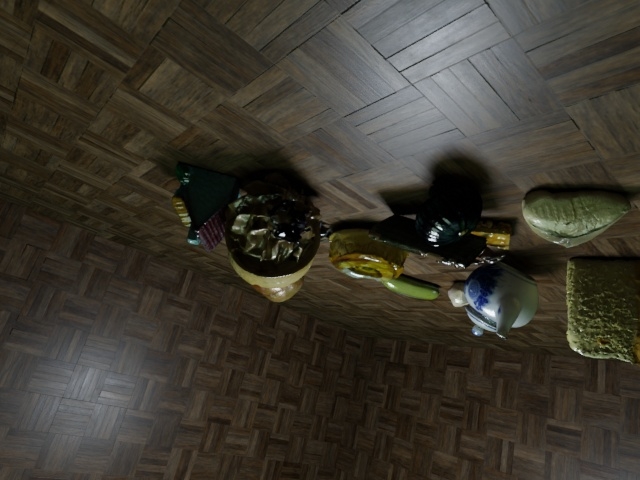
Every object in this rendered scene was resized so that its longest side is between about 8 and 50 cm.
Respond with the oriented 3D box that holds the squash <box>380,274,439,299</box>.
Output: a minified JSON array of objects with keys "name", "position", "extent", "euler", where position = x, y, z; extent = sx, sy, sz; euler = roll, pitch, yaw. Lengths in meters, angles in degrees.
[{"name":"squash","position":[0.402,0.215,2.033],"extent":[0.340,0.095,0.094],"euler":[15,161,-11]}]

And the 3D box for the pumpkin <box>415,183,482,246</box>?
[{"name":"pumpkin","position":[0.341,-0.063,1.148],"extent":[0.194,0.194,0.150],"euler":[32,-176,-41]}]

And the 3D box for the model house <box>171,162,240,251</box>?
[{"name":"model house","position":[-0.418,-0.087,1.517],"extent":[0.229,0.249,0.280],"euler":[15,161,1]}]

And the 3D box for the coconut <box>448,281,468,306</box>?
[{"name":"coconut","position":[0.620,0.240,1.901],"extent":[0.110,0.110,0.124],"euler":[7,164,21]}]

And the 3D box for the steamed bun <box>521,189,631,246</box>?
[{"name":"steamed bun","position":[0.615,-0.047,1.093],"extent":[0.212,0.111,0.231],"euler":[13,159,6]}]

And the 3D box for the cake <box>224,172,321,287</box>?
[{"name":"cake","position":[-0.150,-0.036,1.376],"extent":[0.332,0.333,0.321],"euler":[15,155,-1]}]

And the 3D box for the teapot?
[{"name":"teapot","position":[0.631,0.226,1.552],"extent":[0.252,0.280,0.424],"euler":[27,-166,3]}]

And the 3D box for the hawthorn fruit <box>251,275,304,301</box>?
[{"name":"hawthorn fruit","position":[-0.226,0.127,1.981],"extent":[0.267,0.268,0.301],"euler":[-2,146,41]}]

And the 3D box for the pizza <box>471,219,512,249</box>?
[{"name":"pizza","position":[0.532,-0.022,1.313],"extent":[0.174,0.046,0.134],"euler":[24,161,-27]}]

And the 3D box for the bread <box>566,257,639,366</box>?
[{"name":"bread","position":[0.918,0.225,1.362],"extent":[0.248,0.316,0.279],"euler":[3,168,35]}]

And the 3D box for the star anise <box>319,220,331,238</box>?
[{"name":"star anise","position":[-0.051,-0.043,1.662],"extent":[0.180,0.061,0.204],"euler":[27,158,-33]}]

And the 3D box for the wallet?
[{"name":"wallet","position":[0.314,-0.007,1.279],"extent":[0.316,0.169,0.044],"euler":[19,125,36]}]

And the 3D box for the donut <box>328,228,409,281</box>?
[{"name":"donut","position":[0.181,0.064,1.648],"extent":[0.329,0.160,0.330],"euler":[8,167,2]}]

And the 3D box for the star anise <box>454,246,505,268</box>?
[{"name":"star anise","position":[0.463,0.042,1.407],"extent":[0.271,0.103,0.272],"euler":[21,177,1]}]

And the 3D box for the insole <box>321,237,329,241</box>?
[{"name":"insole","position":[0.000,0.000,1.701],"extent":[0.063,0.010,0.192],"euler":[-8,180,22]}]
